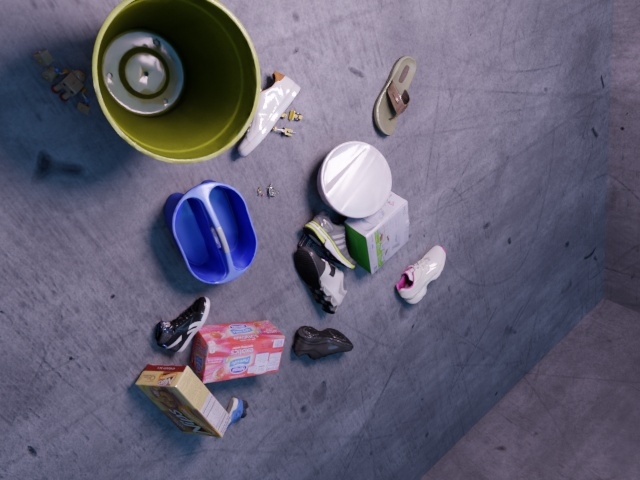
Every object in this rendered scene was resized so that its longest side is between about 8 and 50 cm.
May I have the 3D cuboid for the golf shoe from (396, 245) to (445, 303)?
[{"bbox_3d":[0.464,0.144,2.131,0.140,0.115,0.306,35,86,-36],"label":"golf shoe"}]

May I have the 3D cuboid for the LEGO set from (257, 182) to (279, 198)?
[{"bbox_3d":[-0.177,-0.168,1.604,0.083,0.023,0.054,-22,120,-26],"label":"LEGO set"}]

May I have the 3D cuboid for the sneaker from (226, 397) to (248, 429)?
[{"bbox_3d":[-0.337,0.700,1.830,0.085,0.058,0.152,24,88,-31],"label":"sneaker"}]

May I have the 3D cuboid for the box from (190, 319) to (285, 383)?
[{"bbox_3d":[-0.299,0.397,1.677,0.300,0.142,0.154,1,108,-35],"label":"box"}]

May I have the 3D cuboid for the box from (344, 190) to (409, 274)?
[{"bbox_3d":[0.231,-0.034,1.826,0.231,0.127,0.262,-41,146,-17],"label":"box"}]

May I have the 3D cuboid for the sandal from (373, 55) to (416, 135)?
[{"bbox_3d":[0.289,-0.545,1.734,0.120,0.086,0.302,13,101,-38],"label":"sandal"}]

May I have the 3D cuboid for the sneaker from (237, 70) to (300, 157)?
[{"bbox_3d":[-0.194,-0.402,1.465,0.123,0.106,0.290,36,87,-17],"label":"sneaker"}]

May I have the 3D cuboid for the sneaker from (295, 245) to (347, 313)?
[{"bbox_3d":[0.011,0.125,1.814,0.146,0.122,0.330,-48,131,-29],"label":"sneaker"}]

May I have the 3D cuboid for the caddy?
[{"bbox_3d":[-0.338,-0.027,1.452,0.241,0.179,0.341,-29,123,-24],"label":"caddy"}]

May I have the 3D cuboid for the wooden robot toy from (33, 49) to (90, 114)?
[{"bbox_3d":[-0.636,-0.408,1.172,0.173,0.076,0.079,53,41,-37],"label":"wooden robot toy"}]

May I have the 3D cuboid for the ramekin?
[{"bbox_3d":[0.110,-0.215,1.674,0.273,0.127,0.272,-1,92,-18],"label":"ramekin"}]

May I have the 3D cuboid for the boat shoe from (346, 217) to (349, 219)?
[{"bbox_3d":[0.138,-0.082,1.852,0.125,0.038,0.046,24,80,-41],"label":"boat shoe"}]

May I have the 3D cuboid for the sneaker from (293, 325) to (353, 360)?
[{"bbox_3d":[0.008,0.441,1.950,0.286,0.109,0.130,16,106,-29],"label":"sneaker"}]

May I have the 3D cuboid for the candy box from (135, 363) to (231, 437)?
[{"bbox_3d":[-0.466,0.555,1.595,0.316,0.183,0.087,65,33,-35],"label":"candy box"}]

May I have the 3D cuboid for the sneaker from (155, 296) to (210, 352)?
[{"bbox_3d":[-0.469,0.273,1.546,0.121,0.079,0.217,30,92,-41],"label":"sneaker"}]

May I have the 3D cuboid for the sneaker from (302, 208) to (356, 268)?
[{"bbox_3d":[0.062,0.002,1.756,0.121,0.111,0.300,-53,131,-12],"label":"sneaker"}]

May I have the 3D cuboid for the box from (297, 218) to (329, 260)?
[{"bbox_3d":[0.000,0.000,1.796,0.162,0.029,0.116,31,89,-40],"label":"box"}]

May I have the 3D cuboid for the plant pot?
[{"bbox_3d":[-0.392,-0.407,1.142,0.367,0.353,0.366,-15,117,-30],"label":"plant pot"}]

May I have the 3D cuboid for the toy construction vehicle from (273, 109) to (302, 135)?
[{"bbox_3d":[-0.109,-0.396,1.550,0.098,0.035,0.085,8,104,-37],"label":"toy construction vehicle"}]
